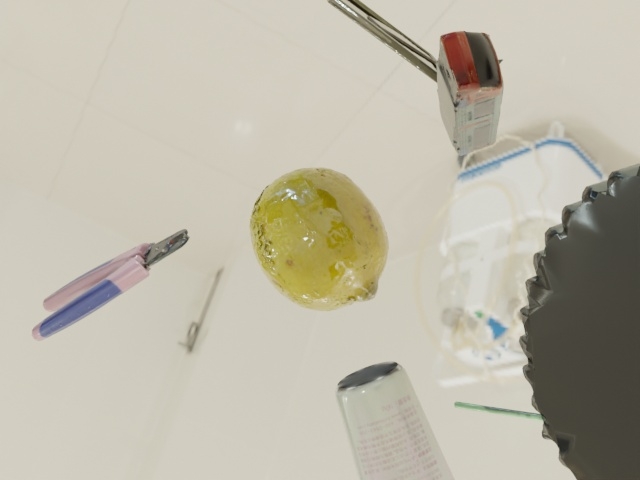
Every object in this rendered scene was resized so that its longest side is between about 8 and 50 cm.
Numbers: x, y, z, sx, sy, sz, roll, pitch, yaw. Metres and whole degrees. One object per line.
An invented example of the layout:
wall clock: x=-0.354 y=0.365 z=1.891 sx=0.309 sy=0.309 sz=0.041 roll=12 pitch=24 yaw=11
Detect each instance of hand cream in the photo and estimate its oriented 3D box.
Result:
hand cream: x=0.134 y=0.373 z=1.502 sx=0.185 sy=0.359 sz=0.118 roll=-19 pitch=177 yaw=-4

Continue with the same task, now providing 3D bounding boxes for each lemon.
lemon: x=0.000 y=0.000 z=1.838 sx=0.310 sy=0.257 sz=0.258 roll=53 pitch=153 yaw=19

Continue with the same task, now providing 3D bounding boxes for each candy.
candy: x=0.316 y=0.241 z=1.289 sx=0.287 sy=0.078 sz=0.084 roll=4 pitch=167 yaw=28

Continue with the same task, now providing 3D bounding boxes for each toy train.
toy train: x=0.221 y=-0.212 z=1.389 sx=0.089 sy=0.086 sz=0.409 roll=-16 pitch=171 yaw=6

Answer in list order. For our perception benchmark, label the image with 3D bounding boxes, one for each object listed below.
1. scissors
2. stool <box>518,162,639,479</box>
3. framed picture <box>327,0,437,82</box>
scissors: x=-0.122 y=0.022 z=0.557 sx=0.113 sy=0.039 sz=0.012 roll=-30 pitch=118 yaw=17
stool: x=0.358 y=0.044 z=0.673 sx=0.297 sy=0.330 sz=0.297 roll=27 pitch=128 yaw=42
framed picture: x=0.111 y=-0.358 z=1.633 sx=0.289 sy=0.213 sz=0.016 roll=31 pitch=109 yaw=-24
